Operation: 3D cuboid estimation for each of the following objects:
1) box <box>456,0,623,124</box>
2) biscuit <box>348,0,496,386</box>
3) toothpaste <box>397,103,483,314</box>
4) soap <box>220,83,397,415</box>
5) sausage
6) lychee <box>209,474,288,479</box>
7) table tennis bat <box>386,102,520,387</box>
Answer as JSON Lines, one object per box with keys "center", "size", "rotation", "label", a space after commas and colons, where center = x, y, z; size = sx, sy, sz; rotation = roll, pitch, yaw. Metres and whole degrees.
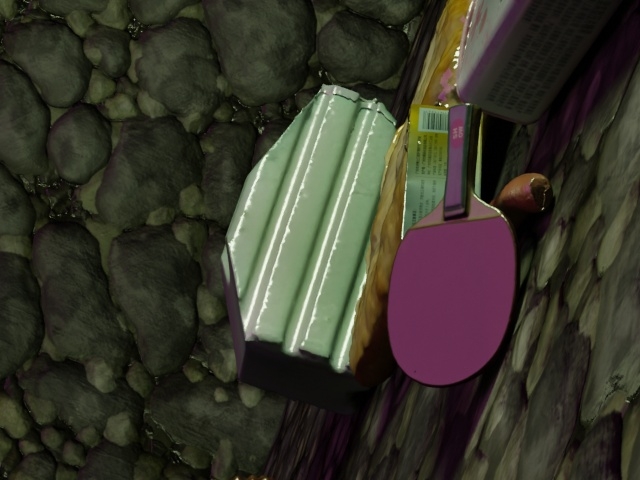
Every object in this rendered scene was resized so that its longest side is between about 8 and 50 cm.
{"center": [0.231, -0.272, 1.635], "size": [0.370, 0.112, 0.190], "rotation": [113, 171, -65], "label": "box"}
{"center": [0.147, -0.108, 2.142], "size": [0.446, 0.104, 0.429], "rotation": [109, 176, -46], "label": "biscuit"}
{"center": [0.124, -0.016, 1.786], "size": [0.313, 0.089, 0.071], "rotation": [-83, -2, -45], "label": "toothpaste"}
{"center": [0.000, 0.000, 2.520], "size": [0.156, 0.261, 0.446], "rotation": [110, 177, -62], "label": "soap"}
{"center": [0.183, -0.028, 1.653], "size": [0.047, 0.040, 0.177], "rotation": [-65, 4, -19], "label": "sausage"}
{"center": [-0.085, 0.378, 1.725], "size": [0.304, 0.275, 0.276], "rotation": [-52, 3, -4], "label": "lychee"}
{"center": [0.126, 0.003, 1.627], "size": [0.154, 0.021, 0.274], "rotation": [-9, 69, 42], "label": "table tennis bat"}
